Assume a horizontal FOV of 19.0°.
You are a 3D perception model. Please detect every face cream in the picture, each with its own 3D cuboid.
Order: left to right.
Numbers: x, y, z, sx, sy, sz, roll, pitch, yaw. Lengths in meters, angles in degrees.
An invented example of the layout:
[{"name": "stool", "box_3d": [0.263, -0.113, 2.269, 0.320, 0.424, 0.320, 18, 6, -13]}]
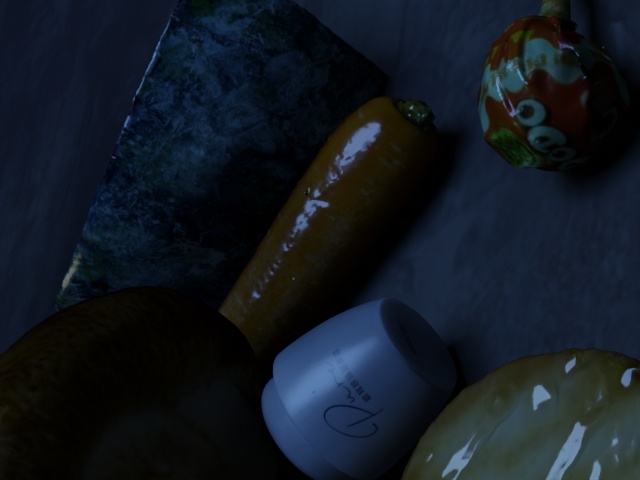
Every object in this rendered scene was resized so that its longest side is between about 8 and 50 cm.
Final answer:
[{"name": "face cream", "box_3d": [0.022, 0.085, 1.082, 0.095, 0.091, 0.091, -41, 37, 22]}]

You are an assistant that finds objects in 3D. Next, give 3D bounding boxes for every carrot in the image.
[{"name": "carrot", "box_3d": [0.000, 0.000, 1.205, 0.225, 0.067, 0.067, -56, 31, 19]}]

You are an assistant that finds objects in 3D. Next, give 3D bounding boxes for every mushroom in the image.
[{"name": "mushroom", "box_3d": [-0.097, 0.154, 1.102, 0.267, 0.254, 0.267, 6, -90, -89]}]

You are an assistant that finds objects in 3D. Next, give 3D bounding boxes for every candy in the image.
[{"name": "candy", "box_3d": [0.140, -0.157, 1.113, 0.084, 0.078, 0.287, -39, 30, 43]}]

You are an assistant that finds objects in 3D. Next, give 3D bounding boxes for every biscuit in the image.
[{"name": "biscuit", "box_3d": [0.111, 0.147, 0.947, 0.260, 0.041, 0.203, -31, 41, 44]}]

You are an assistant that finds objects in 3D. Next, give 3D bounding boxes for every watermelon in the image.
[{"name": "watermelon", "box_3d": [-0.071, -0.052, 1.335, 0.226, 0.148, 0.318, -77, 13, -55]}]
